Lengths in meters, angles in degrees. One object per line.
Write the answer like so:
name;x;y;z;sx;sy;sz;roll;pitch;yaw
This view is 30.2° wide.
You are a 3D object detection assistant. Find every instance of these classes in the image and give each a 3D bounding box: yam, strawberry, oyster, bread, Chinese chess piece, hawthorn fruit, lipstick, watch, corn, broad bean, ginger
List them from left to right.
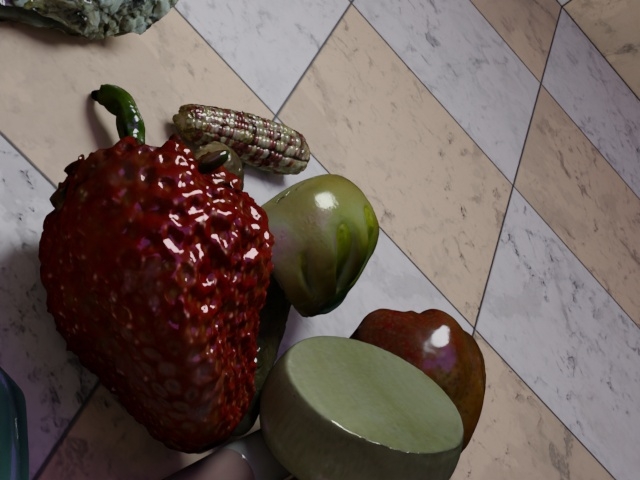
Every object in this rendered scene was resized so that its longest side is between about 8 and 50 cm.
watch;-0.372;0.184;1.124;0.195;0.068;0.237;19;51;-40
oyster;-0.337;-0.356;1.586;0.351;0.158;0.162;5;92;-35
broad bean;-0.251;-0.128;1.555;0.046;0.061;0.195;0;61;-50
strawberry;-0.176;0.065;1.309;0.312;0.267;0.351;21;55;-83
ginger;-0.165;-0.063;1.591;0.204;0.080;0.104;-47;126;-58
lipstick;-0.122;0.280;1.350;0.254;0.070;0.070;-18;76;-56
corn;-0.115;-0.150;1.745;0.237;0.079;0.079;12;52;-41
yam;-0.080;0.097;1.566;0.083;0.083;0.371;39;37;-24
bread;-0.002;-0.002;1.540;0.158;0.156;0.261;52;36;9
Chinese chess piece;0.048;0.218;1.424;0.250;0.101;0.250;21;21;-8
hawthorn fruit;0.121;0.219;1.627;0.208;0.208;0.248;29;60;-35

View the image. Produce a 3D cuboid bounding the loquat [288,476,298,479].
loquat;-0.003;0.337;1.406;0.137;0.137;0.113;39;29;-24
